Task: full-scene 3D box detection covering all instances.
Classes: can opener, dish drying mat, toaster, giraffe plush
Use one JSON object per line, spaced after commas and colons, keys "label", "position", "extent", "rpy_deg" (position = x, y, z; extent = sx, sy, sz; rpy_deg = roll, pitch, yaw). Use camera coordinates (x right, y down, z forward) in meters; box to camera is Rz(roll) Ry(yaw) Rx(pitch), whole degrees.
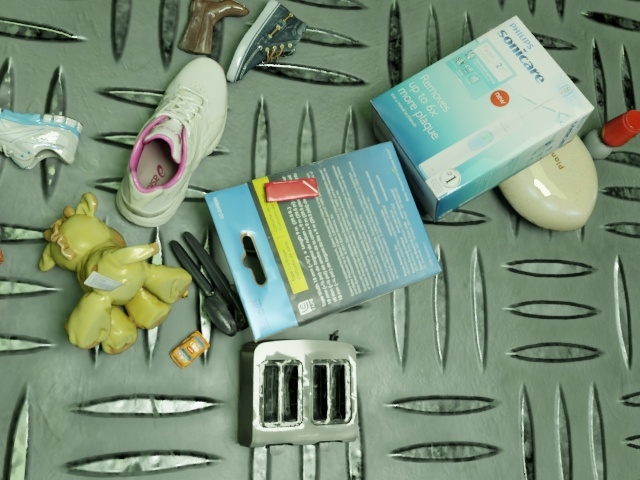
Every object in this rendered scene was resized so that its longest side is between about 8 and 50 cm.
{"label": "can opener", "position": [-0.172, 0.066, 0.893], "extent": [0.059, 0.073, 0.186], "rpy_deg": [-29, 79, -13]}
{"label": "dish drying mat", "position": [-0.044, -0.078, 0.875], "extent": [0.083, 0.008, 0.032], "rpy_deg": [-8, 82, -18]}
{"label": "toaster", "position": [-0.034, 0.228, 0.874], "extent": [0.168, 0.110, 0.185], "rpy_deg": [4, 78, -18]}
{"label": "giraffe plush", "position": [-0.316, 0.037, 0.808], "extent": [0.181, 0.210, 0.170], "rpy_deg": [-40, 64, -17]}

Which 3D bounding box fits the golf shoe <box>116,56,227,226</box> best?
{"label": "golf shoe", "position": [-0.217, -0.169, 0.883], "extent": [0.115, 0.140, 0.306], "rpy_deg": [22, 72, -11]}

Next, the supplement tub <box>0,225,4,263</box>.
{"label": "supplement tub", "position": [-0.516, -0.043, 0.772], "extent": [0.117, 0.117, 0.190], "rpy_deg": [-23, 86, -21]}

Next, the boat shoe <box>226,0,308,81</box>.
{"label": "boat shoe", "position": [-0.091, -0.338, 0.995], "extent": [0.083, 0.065, 0.183], "rpy_deg": [30, 71, -8]}

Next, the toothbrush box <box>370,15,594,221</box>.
{"label": "toothbrush box", "position": [0.267, -0.207, 0.981], "extent": [0.295, 0.126, 0.216], "rpy_deg": [-29, 73, -2]}

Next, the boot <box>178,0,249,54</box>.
{"label": "boot", "position": [-0.184, -0.367, 0.987], "extent": [0.106, 0.037, 0.114], "rpy_deg": [8, 73, -3]}

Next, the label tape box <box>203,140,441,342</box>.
{"label": "label tape box", "position": [0.000, 0.000, 0.934], "extent": [0.334, 0.106, 0.240], "rpy_deg": [-18, 84, -19]}

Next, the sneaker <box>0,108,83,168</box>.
{"label": "sneaker", "position": [-0.458, -0.149, 0.840], "extent": [0.191, 0.071, 0.083], "rpy_deg": [4, 84, -17]}

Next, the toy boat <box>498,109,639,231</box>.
{"label": "toy boat", "position": [0.477, -0.159, 1.114], "extent": [0.318, 0.148, 0.267], "rpy_deg": [-24, 82, -13]}

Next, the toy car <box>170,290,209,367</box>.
{"label": "toy car", "position": [-0.214, 0.132, 0.873], "extent": [0.060, 0.040, 0.122], "rpy_deg": [-22, 86, -20]}
